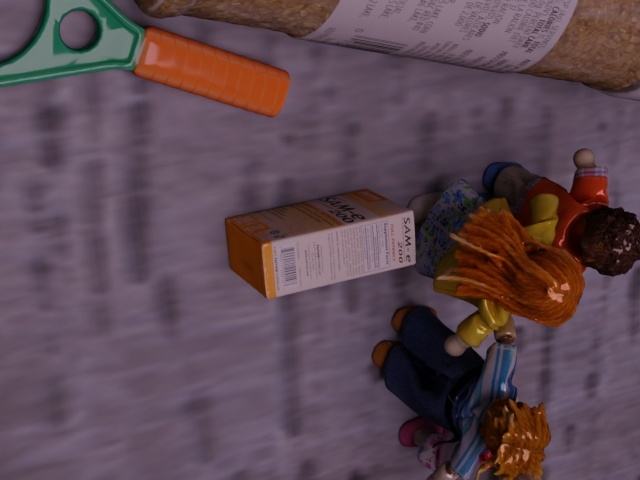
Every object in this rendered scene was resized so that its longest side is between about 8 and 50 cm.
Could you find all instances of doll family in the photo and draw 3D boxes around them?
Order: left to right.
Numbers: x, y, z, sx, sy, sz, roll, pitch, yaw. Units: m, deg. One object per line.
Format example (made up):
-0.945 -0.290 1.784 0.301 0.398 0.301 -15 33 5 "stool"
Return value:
0.097 0.064 0.680 0.118 0.163 0.262 10 102 -28 "doll family"

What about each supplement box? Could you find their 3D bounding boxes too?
0.000 0.000 0.671 0.098 0.062 0.036 -13 110 -23 "supplement box"

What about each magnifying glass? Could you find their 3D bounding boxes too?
-0.122 -0.111 0.600 0.231 0.026 0.092 15 99 -27 "magnifying glass"

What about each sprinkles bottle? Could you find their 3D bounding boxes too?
0.076 -0.156 0.622 0.355 0.121 0.121 4 104 -27 "sprinkles bottle"
